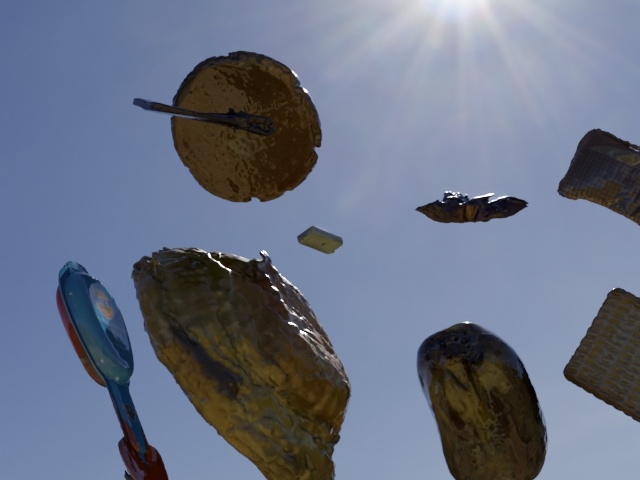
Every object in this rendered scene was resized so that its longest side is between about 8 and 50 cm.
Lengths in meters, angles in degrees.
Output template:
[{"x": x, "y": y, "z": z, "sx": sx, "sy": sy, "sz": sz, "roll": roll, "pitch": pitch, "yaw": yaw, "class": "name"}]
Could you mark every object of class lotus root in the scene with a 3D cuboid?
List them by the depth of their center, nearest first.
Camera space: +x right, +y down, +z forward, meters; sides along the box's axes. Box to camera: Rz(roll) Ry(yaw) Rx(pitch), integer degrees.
[{"x": 0.228, "y": 0.237, "z": 1.525, "sx": 0.152, "sy": 0.160, "sz": 0.275, "roll": -21, "pitch": -59, "yaw": -4, "class": "lotus root"}]

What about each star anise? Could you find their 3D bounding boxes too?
[{"x": 0.272, "y": -0.059, "z": 2.012, "sx": 0.212, "sy": 0.053, "sz": 0.157, "roll": -1, "pitch": 7, "yaw": -1, "class": "star anise"}]

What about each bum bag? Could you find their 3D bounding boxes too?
[{"x": -0.143, "y": -0.156, "z": 1.346, "sx": 0.159, "sy": 0.026, "sz": 0.109, "roll": 9, "pitch": 6, "yaw": -26, "class": "bum bag"}]

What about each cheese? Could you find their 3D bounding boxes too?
[{"x": -0.199, "y": 0.123, "z": 1.039, "sx": 0.037, "sy": 0.256, "sz": 0.106, "roll": -29, "pitch": -27, "yaw": 9, "class": "cheese"}]

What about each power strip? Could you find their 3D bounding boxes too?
[{"x": 0.000, "y": 0.000, "z": 1.891, "sx": 0.040, "sy": 0.016, "sz": 0.090, "roll": -35, "pitch": -35, "yaw": 28, "class": "power strip"}]

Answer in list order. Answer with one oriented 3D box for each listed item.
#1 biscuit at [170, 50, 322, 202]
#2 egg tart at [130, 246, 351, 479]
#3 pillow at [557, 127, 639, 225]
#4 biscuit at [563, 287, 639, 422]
[{"x": -0.101, "y": -0.151, "z": 1.489, "sx": 0.226, "sy": 0.042, "sz": 0.226, "roll": 7, "pitch": -60, "yaw": 12, "class": "biscuit"}, {"x": -0.082, "y": 0.128, "z": 1.318, "sx": 0.153, "sy": 0.351, "sz": 0.339, "roll": -36, "pitch": -67, "yaw": 7, "class": "egg tart"}, {"x": 0.512, "y": -0.103, "z": 1.837, "sx": 0.211, "sy": 0.135, "sz": 0.034, "roll": 25, "pitch": -8, "yaw": 32, "class": "pillow"}, {"x": 0.515, "y": 0.196, "z": 1.663, "sx": 0.172, "sy": 0.254, "sz": 0.029, "roll": -59, "pitch": -30, "yaw": 0, "class": "biscuit"}]
